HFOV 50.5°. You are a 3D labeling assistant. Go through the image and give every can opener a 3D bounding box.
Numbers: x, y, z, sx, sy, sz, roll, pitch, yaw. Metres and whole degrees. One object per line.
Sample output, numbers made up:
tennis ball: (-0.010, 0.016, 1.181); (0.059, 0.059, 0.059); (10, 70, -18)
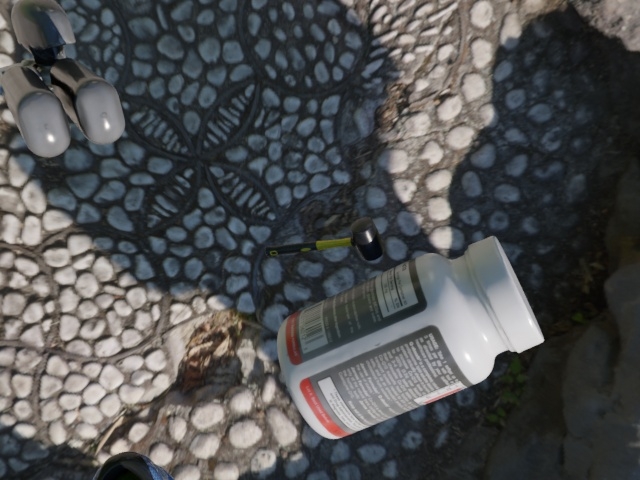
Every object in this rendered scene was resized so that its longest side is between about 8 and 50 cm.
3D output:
can opener: (-0.228, -0.145, 0.553); (0.076, 0.283, 0.095); (-18, 116, -22)

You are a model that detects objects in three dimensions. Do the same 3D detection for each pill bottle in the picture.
pill bottle: (0.135, 0.146, 1.042); (0.363, 0.210, 0.210); (-25, 92, 15)

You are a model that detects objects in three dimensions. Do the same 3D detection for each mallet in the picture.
mallet: (0.000, 0.000, 1.036); (0.189, 0.039, 0.062); (-1, 130, 17)

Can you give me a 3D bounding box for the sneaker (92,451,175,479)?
sneaker: (-0.183, 0.342, 0.584); (0.129, 0.147, 0.330); (-5, 53, -5)
